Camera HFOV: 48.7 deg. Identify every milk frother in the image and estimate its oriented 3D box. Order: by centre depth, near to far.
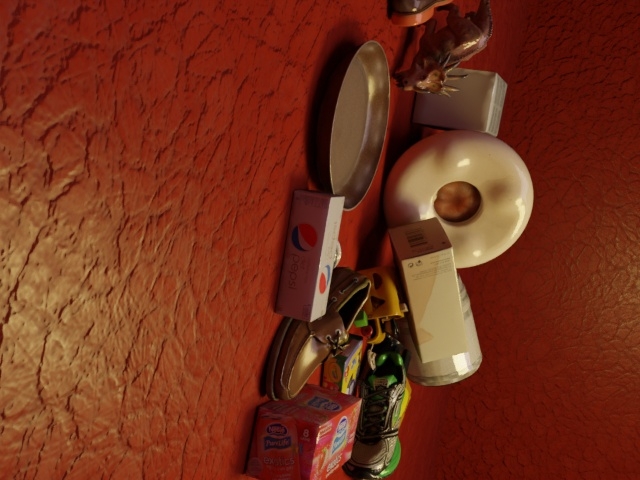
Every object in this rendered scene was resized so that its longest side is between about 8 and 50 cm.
[{"bbox_3d":[0.145,0.301,1.810,0.143,0.129,0.134,36,59,-22],"label":"milk frother"}]

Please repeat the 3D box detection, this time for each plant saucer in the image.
[{"bbox_3d":[0.057,-0.210,1.301,0.311,0.050,0.310,12,90,-71],"label":"plant saucer"}]

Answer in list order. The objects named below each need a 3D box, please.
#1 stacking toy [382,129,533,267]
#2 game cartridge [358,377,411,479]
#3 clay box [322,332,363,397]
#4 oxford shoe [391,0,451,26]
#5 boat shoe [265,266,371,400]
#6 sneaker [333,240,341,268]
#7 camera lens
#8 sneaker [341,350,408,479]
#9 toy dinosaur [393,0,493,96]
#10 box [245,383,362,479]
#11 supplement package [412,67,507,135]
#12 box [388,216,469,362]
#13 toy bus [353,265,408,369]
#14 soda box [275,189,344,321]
[{"bbox_3d":[0.337,-0.177,1.845,0.480,0.351,0.350,-81,174,-64],"label":"stacking toy"},{"bbox_3d":[0.179,0.542,2.042,0.323,0.053,0.285,-63,157,-19],"label":"game cartridge"},{"bbox_3d":[0.045,0.333,1.586,0.127,0.053,0.221,-42,140,-61],"label":"clay box"},{"bbox_3d":[0.224,-0.544,1.496,0.271,0.097,0.098,-56,145,-46],"label":"oxford shoe"},{"bbox_3d":[0.002,0.161,1.286,0.110,0.105,0.307,80,30,-48],"label":"boat shoe"},{"bbox_3d":[0.000,0.000,1.285,0.058,0.052,0.135,-39,131,-46],"label":"sneaker"},{"bbox_3d":[0.307,0.240,1.916,0.219,0.220,0.274,-38,116,-61],"label":"camera lens"},{"bbox_3d":[0.119,0.387,1.593,0.343,0.134,0.146,-70,158,-54],"label":"sneaker"},{"bbox_3d":[0.298,-0.432,1.581,0.127,0.296,0.200,39,21,-42],"label":"toy dinosaur"},{"bbox_3d":[-0.023,0.359,1.311,0.257,0.123,0.128,6,96,-70],"label":"box"},{"bbox_3d":[0.362,-0.357,1.831,0.203,0.194,0.149,-12,112,-68],"label":"supplement package"},{"bbox_3d":[0.254,0.119,1.655,0.148,0.121,0.311,-104,179,-60],"label":"box"},{"bbox_3d":[0.143,0.155,1.605,0.191,0.105,0.202,-80,153,-55],"label":"toy bus"},{"bbox_3d":[-0.017,0.024,1.207,0.074,0.069,0.216,-13,114,-68],"label":"soda box"}]
